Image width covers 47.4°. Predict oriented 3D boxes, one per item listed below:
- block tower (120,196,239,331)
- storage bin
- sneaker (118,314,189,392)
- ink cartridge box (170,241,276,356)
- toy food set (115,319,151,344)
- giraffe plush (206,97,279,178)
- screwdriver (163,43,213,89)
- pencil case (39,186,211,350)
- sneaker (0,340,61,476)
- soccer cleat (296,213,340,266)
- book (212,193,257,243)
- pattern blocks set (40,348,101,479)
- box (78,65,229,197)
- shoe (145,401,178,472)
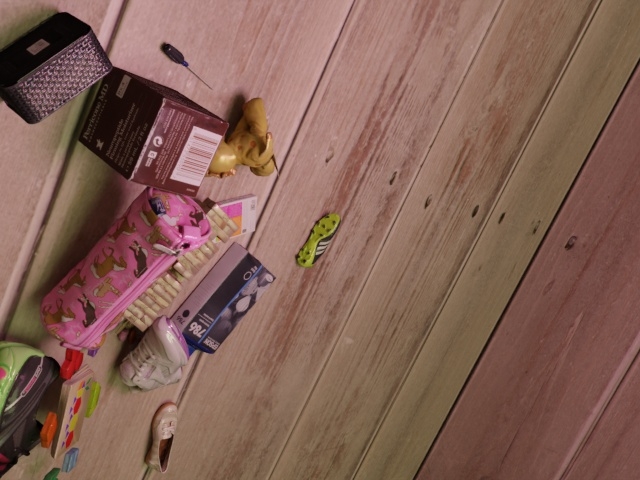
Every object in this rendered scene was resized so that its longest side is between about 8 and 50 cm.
[{"bbox_3d":[-0.339,0.055,1.660,0.335,0.091,0.097,-46,123,-8],"label":"block tower"},{"bbox_3d":[-0.467,-0.298,1.249,0.180,0.122,0.084,-43,142,-17],"label":"storage bin"},{"bbox_3d":[-0.398,0.286,1.730,0.152,0.114,0.305,-20,152,-26],"label":"sneaker"},{"bbox_3d":[-0.270,0.176,1.881,0.332,0.065,0.165,-50,144,-6],"label":"ink cartridge box"},{"bbox_3d":[-0.448,0.218,1.752,0.078,0.019,0.122,-47,150,-11],"label":"toy food set"},{"bbox_3d":[-0.194,-0.199,1.615,0.170,0.210,0.181,-11,135,-7],"label":"giraffe plush"},{"bbox_3d":[-0.266,-0.357,1.512,0.025,0.024,0.170,-33,149,18],"label":"screwdriver"},{"bbox_3d":[-0.397,0.058,1.470,0.386,0.160,0.167,-42,-175,18],"label":"pencil case"},{"bbox_3d":[-0.680,0.441,1.526,0.202,0.185,0.483,16,106,-48],"label":"sneaker"},{"bbox_3d":[0.000,0.000,2.057,0.179,0.060,0.072,-53,153,8],"label":"soccer cleat"},{"bbox_3d":[-0.219,-0.054,1.786,0.144,0.035,0.096,-17,124,-40],"label":"book"},{"bbox_3d":[-0.552,0.375,1.619,0.285,0.026,0.325,75,28,-84],"label":"pattern blocks set"},{"bbox_3d":[-0.323,-0.208,1.409,0.167,0.203,0.168,13,107,-51],"label":"box"},{"bbox_3d":[-0.422,0.539,1.988,0.076,0.058,0.219,-7,122,-45],"label":"shoe"}]
